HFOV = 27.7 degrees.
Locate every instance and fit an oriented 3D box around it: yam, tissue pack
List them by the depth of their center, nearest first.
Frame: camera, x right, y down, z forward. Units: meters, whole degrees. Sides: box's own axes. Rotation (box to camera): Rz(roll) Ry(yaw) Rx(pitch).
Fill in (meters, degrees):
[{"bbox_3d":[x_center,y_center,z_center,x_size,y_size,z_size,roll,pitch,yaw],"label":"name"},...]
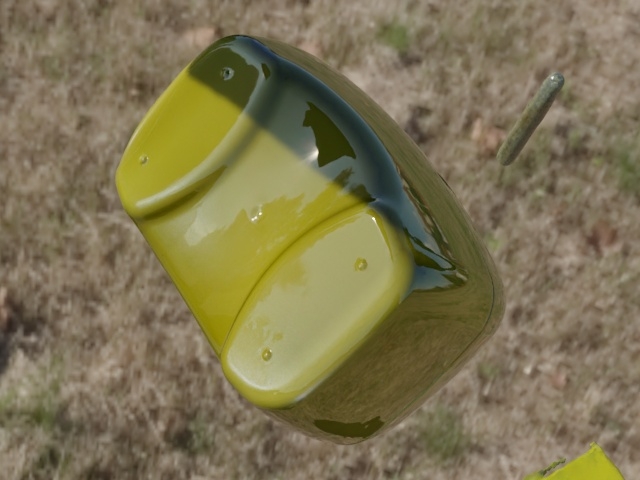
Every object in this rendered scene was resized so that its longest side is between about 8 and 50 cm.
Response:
[{"bbox_3d":[0.000,0.000,0.592,0.127,0.123,0.178,19,31,-55],"label":"tissue pack"},{"bbox_3d":[0.198,-0.114,1.221,0.021,0.116,0.021,13,46,-14],"label":"yam"}]

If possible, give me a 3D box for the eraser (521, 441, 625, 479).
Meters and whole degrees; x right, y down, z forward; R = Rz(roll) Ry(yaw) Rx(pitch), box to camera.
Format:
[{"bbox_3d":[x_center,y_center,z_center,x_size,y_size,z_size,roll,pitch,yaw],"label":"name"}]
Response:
[{"bbox_3d":[0.087,0.131,0.378,0.045,0.097,0.122,-25,67,-21],"label":"eraser"}]
